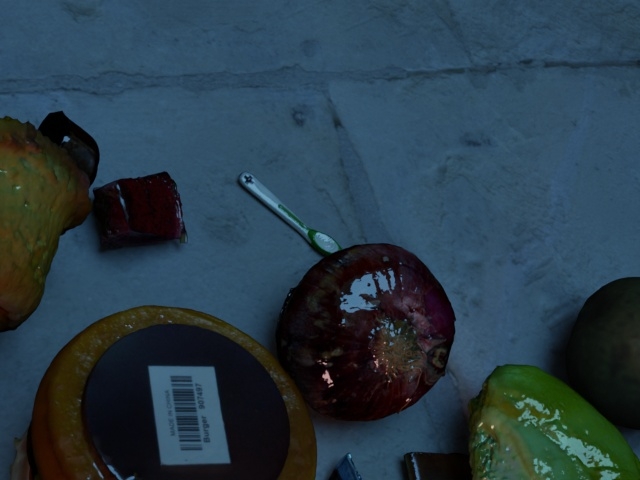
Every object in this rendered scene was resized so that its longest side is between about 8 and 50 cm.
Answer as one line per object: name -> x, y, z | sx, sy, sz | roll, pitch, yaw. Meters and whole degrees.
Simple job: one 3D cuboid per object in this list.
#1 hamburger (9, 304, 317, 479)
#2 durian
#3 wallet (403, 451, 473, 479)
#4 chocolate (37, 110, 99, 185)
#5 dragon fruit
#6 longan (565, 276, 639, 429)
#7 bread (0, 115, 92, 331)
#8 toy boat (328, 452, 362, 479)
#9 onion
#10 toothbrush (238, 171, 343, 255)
hamburger -> -0.180, 0.259, 1.282 | 0.330, 0.250, 0.330 | 14, 51, -18
durian -> 0.322, 0.324, 1.550 | 0.256, 0.204, 0.339 | 19, 53, -32
wallet -> 0.186, 0.411, 1.540 | 0.137, 0.031, 0.255 | 6, 63, -28
chocolate -> -0.332, -0.103, 1.501 | 0.080, 0.125, 0.148 | 33, 48, -29
dragon fruit -> -0.256, -0.034, 1.522 | 0.147, 0.096, 0.102 | 1, 71, -62
longan -> 0.486, 0.168, 1.725 | 0.246, 0.215, 0.246 | 31, 27, -18
bread -> -0.455, -0.036, 1.252 | 0.398, 0.398, 0.215 | 17, 70, -19
toy boat -> 0.065, 0.343, 1.495 | 0.061, 0.060, 0.137 | -32, 75, -17
onion -> 0.057, 0.124, 1.529 | 0.246, 0.190, 0.246 | -1, 93, -21
toothbrush -> 0.001, -0.001, 1.668 | 0.304, 0.030, 0.030 | 41, 53, -3
